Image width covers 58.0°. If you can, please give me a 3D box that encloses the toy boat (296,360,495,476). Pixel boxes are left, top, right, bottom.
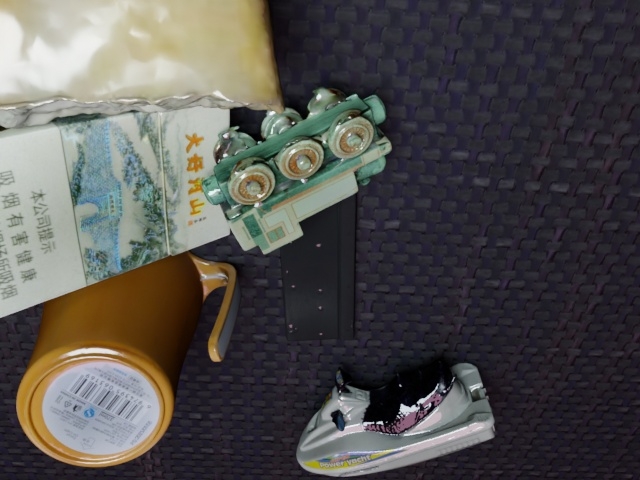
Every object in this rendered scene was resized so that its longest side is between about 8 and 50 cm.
[{"bbox_3d":[0.090,0.231,0.773,0.269,0.141,0.141,-9,121,7],"label":"toy boat"}]

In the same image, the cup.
[{"bbox_3d":[-0.195,0.096,0.619,0.226,0.264,0.182,-14,113,-6],"label":"cup"}]

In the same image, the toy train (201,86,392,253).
[{"bbox_3d":[-0.018,-0.071,0.579,0.194,0.081,0.125,-26,139,-3],"label":"toy train"}]

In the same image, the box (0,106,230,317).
[{"bbox_3d":[-0.208,-0.048,0.541,0.256,0.069,0.164,-23,133,-36],"label":"box"}]

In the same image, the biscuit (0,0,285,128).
[{"bbox_3d":[-0.274,-0.272,0.400,0.429,0.104,0.446,-12,97,-6],"label":"biscuit"}]

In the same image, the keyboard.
[{"bbox_3d":[0.000,0.000,0.692,0.101,0.018,0.310,-1,122,1],"label":"keyboard"}]
